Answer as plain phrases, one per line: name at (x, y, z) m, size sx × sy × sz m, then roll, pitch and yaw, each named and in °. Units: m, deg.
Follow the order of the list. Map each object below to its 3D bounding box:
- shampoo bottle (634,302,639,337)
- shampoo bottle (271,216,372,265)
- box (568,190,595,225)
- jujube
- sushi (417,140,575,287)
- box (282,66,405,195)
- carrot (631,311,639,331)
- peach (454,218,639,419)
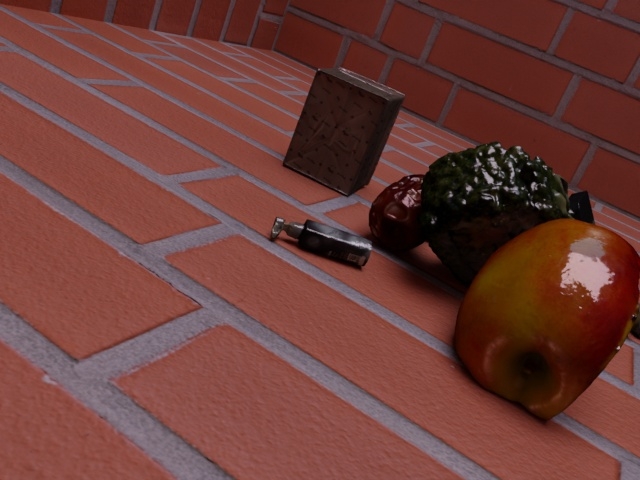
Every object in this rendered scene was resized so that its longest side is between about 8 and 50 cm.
shampoo bottle at (0.798, 0.175, 1.643) m, size 0.072 × 0.072 × 0.214 m, roll 15°, pitch 22°, yaw -19°
shampoo bottle at (0.000, -0.001, 1.291) m, size 0.208 × 0.057 × 0.063 m, roll 17°, pitch 29°, yaw -8°
box at (0.864, -0.043, 2.070) m, size 0.058 × 0.211 × 0.350 m, roll -12°, pitch 4°, yaw 28°
jujube at (0.213, -0.073, 1.501) m, size 0.155 × 0.155 × 0.230 m, roll 29°, pitch 38°, yaw 18°
sushi at (0.390, -0.044, 1.358) m, size 0.352 × 0.294 × 0.178 m, roll 42°, pitch 41°, yaw -43°
box at (0.066, -0.313, 1.776) m, size 0.225 × 0.297 × 0.190 m, roll 27°, pitch 21°, yaw 11°
carrot at (0.635, 0.157, 1.532) m, size 0.298 × 0.078 × 0.078 m, roll 16°, pitch 21°, yaw -5°
peach at (0.405, 0.100, 1.127) m, size 0.242 × 0.306 × 0.380 m, roll 36°, pitch 29°, yaw 14°
